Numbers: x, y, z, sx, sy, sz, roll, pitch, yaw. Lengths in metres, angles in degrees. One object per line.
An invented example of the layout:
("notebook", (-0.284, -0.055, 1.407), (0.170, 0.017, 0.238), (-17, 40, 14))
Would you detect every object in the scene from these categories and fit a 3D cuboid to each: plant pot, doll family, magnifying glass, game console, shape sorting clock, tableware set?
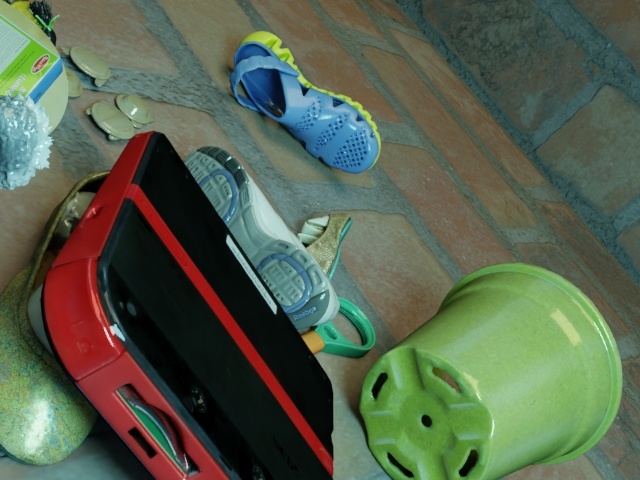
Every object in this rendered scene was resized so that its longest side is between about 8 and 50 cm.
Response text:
("plant pot", (0.190, 0.187, 1.104), (0.253, 0.276, 0.276), (-16, 63, -49))
("doll family", (-0.388, -0.272, 1.120), (0.111, 0.076, 0.193), (50, 30, 1))
("magnifying glass", (0.006, 0.123, 1.156), (0.092, 0.026, 0.231), (50, 26, 12))
("game console", (-0.097, 0.113, 0.848), (0.387, 0.060, 0.342), (58, 14, -24))
("shape sorting clock", (-0.379, -0.189, 0.990), (0.206, 0.040, 0.206), (19, 54, -28))
("tableware set", (-0.295, -0.196, 1.199), (0.168, 0.020, 0.141), (43, 26, -2))

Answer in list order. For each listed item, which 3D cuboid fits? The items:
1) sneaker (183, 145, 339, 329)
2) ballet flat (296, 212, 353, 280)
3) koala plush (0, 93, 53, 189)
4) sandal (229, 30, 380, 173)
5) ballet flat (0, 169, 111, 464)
("sneaker", (-0.085, 0.004, 1.138), (0.297, 0.111, 0.129), (53, 5, 22))
("ballet flat", (0.000, 0.000, 1.290), (0.067, 0.073, 0.206), (28, 23, -2))
("koala plush", (-0.322, -0.043, 0.685), (0.196, 0.221, 0.203), (19, 36, -44))
("sandal", (-0.039, -0.220, 1.517), (0.317, 0.126, 0.138), (37, 28, 4))
("ballet flat", (-0.222, 0.044, 0.830), (0.123, 0.123, 0.349), (33, 27, -22))
